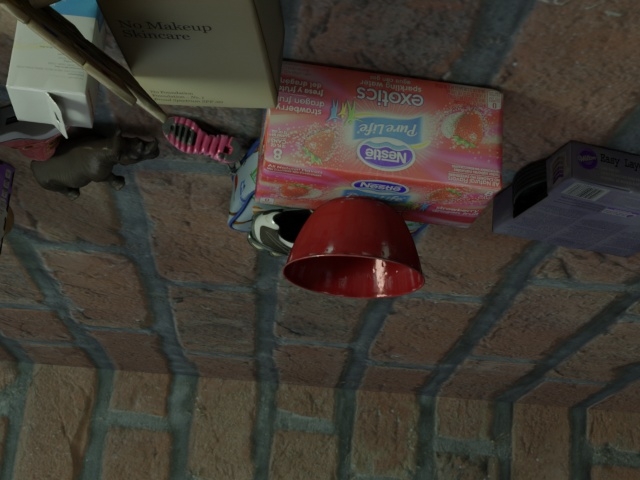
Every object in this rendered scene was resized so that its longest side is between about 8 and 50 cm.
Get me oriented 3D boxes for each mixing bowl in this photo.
[{"bbox_3d":[0.045,0.004,1.319,0.181,0.098,0.181,4,160,1],"label":"mixing bowl"}]

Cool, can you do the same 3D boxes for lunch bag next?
[{"bbox_3d":[0.008,-0.068,1.541,0.303,0.115,0.243,9,162,-15],"label":"lunch bag"}]

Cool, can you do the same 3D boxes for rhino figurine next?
[{"bbox_3d":[-0.332,-0.119,1.527,0.243,0.073,0.106,-12,158,35],"label":"rhino figurine"}]

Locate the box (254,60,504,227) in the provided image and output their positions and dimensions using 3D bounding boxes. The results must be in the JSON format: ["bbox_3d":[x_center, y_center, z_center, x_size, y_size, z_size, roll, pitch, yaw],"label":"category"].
[{"bbox_3d":[0.073,-0.120,1.327,0.299,0.142,0.154,7,160,-7],"label":"box"}]

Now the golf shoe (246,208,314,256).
[{"bbox_3d":[0.000,0.000,1.439,0.198,0.077,0.094,9,164,-22],"label":"golf shoe"}]

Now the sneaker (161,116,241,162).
[{"bbox_3d":[-0.174,-0.144,1.474,0.119,0.047,0.057,22,-178,-21],"label":"sneaker"}]

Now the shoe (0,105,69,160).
[{"bbox_3d":[-0.393,-0.157,1.453,0.178,0.064,0.081,-4,161,37],"label":"shoe"}]

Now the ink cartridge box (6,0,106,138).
[{"bbox_3d":[-0.303,-0.199,1.183,0.089,0.143,0.092,6,160,-5],"label":"ink cartridge box"}]

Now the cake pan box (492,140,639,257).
[{"bbox_3d":[0.422,-0.054,1.556,0.266,0.070,0.246,9,158,-14],"label":"cake pan box"}]

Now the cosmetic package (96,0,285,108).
[{"bbox_3d":[-0.131,-0.254,1.044,0.160,0.113,0.309,2,161,6],"label":"cosmetic package"}]

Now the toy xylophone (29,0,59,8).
[{"bbox_3d":[-0.180,-0.304,0.811,0.322,0.081,0.236,-8,114,17],"label":"toy xylophone"}]

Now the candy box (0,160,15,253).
[{"bbox_3d":[-0.568,-0.048,1.589,0.070,0.196,0.165,-7,158,27],"label":"candy box"}]

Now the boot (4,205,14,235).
[{"bbox_3d":[-0.690,-0.063,1.750,0.295,0.104,0.211,20,161,-30],"label":"boot"}]

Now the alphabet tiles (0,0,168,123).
[{"bbox_3d":[-0.291,-0.233,0.947,0.342,0.011,0.285,37,-176,-33],"label":"alphabet tiles"}]
